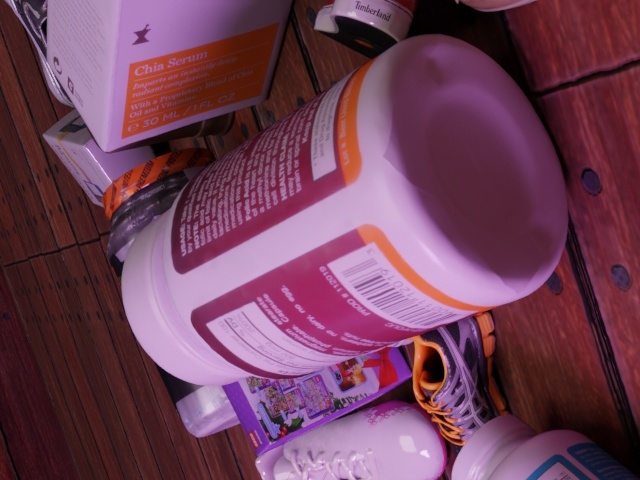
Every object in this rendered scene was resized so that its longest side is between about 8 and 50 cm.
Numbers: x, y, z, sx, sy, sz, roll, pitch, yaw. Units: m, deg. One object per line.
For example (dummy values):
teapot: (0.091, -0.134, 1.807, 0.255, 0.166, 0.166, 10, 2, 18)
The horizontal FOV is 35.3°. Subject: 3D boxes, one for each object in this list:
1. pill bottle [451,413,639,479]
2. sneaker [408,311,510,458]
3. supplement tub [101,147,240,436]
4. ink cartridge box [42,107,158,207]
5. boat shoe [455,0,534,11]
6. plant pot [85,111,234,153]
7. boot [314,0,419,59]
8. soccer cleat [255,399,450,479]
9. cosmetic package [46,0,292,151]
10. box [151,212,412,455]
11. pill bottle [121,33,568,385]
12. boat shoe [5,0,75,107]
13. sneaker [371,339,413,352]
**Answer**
pill bottle: (0.233, 0.263, 0.865, 0.264, 0.146, 0.146, 40, 141, 43)
sneaker: (0.136, 0.157, 1.030, 0.084, 0.083, 0.214, 11, 119, 56)
supplement tub: (-0.143, 0.064, 1.302, 0.338, 0.207, 0.207, 64, 152, 10)
ink cartridge box: (-0.339, -0.127, 1.617, 0.212, 0.093, 0.154, 21, 147, 56)
boat shoe: (0.158, -0.242, 0.708, 0.104, 0.089, 0.285, 66, 152, 4)
plant pot: (-0.225, -0.196, 1.335, 0.167, 0.165, 0.167, 39, 141, 42)
boot: (0.067, -0.253, 0.889, 0.244, 0.088, 0.176, -139, 71, -85)
soccer cleat: (0.029, 0.273, 1.232, 0.331, 0.143, 0.116, -27, 85, 62)
cosmetic package: (-0.146, -0.319, 1.047, 0.161, 0.230, 0.453, 54, 150, 23)
box: (-0.049, 0.076, 1.173, 0.293, 0.201, 0.057, 61, 150, 15)
pill bottle: (0.001, -0.001, 0.904, 0.392, 0.224, 0.224, -26, 86, 44)
boat shoe: (-0.431, -0.381, 1.647, 0.119, 0.121, 0.335, 5, 124, 52)
sneaker: (0.000, 0.000, 1.127, 0.292, 0.118, 0.110, 59, 152, 21)
